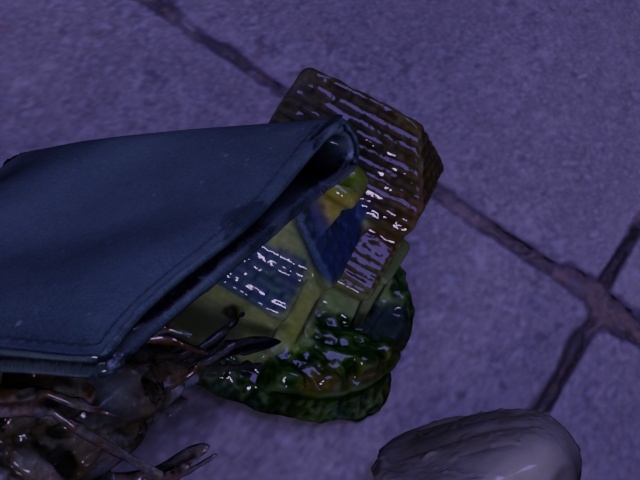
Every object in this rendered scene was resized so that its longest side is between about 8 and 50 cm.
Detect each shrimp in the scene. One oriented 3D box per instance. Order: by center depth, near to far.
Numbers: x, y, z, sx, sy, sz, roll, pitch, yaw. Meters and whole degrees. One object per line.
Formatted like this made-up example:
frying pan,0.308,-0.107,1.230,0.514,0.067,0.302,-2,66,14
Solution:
shrimp,-0.158,0.129,0.891,0.372,0.137,0.172,-12,88,-29

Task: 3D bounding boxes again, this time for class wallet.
wallet,-0.143,-0.004,0.914,0.251,0.054,0.290,-2,22,31

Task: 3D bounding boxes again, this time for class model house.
model house,0.000,0.000,1.090,0.195,0.189,0.214,29,35,6

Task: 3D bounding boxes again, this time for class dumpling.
dumpling,0.104,0.164,1.033,0.150,0.092,0.176,9,29,43
